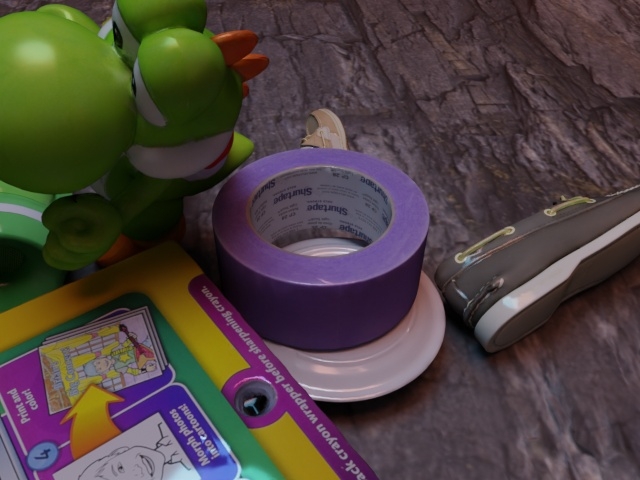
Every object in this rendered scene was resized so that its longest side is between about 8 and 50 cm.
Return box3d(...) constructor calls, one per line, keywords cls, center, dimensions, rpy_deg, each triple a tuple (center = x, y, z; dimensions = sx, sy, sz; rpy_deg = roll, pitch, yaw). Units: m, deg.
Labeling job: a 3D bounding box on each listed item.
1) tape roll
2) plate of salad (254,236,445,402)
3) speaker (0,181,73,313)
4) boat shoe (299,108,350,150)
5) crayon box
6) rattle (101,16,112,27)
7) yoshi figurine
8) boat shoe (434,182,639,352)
box3d(cls="tape roll", center=(0.000, 0.000, 0.554), dimensions=(0.188, 0.080, 0.189), rpy_deg=(1, 42, -1))
box3d(cls="plate of salad", center=(0.015, 0.070, 0.572), dimensions=(0.199, 0.048, 0.200), rpy_deg=(1, 42, -1))
box3d(cls="speaker", center=(-0.330, -0.063, 0.634), dimensions=(0.131, 0.131, 0.297), rpy_deg=(-11, 45, -16))
box3d(cls="boat shoe", center=(0.001, -0.105, 0.747), dimensions=(0.059, 0.063, 0.170), rpy_deg=(-4, 44, -17))
box3d(cls="crayon box", center=(-0.142, 0.193, 0.390), dimensions=(0.313, 0.106, 0.363), rpy_deg=(-27, 51, -27))
box3d(cls="rattle", center=(-0.244, -0.214, 0.870), dimensions=(0.130, 0.143, 0.200), rpy_deg=(-35, 65, 6))
box3d(cls="yoshi figurine", center=(-0.176, -0.081, 0.481), dimensions=(0.203, 0.362, 0.203), rpy_deg=(37, 70, -8))
box3d(cls="boat shoe", center=(0.252, 0.001, 0.620), dimensions=(0.305, 0.109, 0.091), rpy_deg=(-26, 56, -23))
